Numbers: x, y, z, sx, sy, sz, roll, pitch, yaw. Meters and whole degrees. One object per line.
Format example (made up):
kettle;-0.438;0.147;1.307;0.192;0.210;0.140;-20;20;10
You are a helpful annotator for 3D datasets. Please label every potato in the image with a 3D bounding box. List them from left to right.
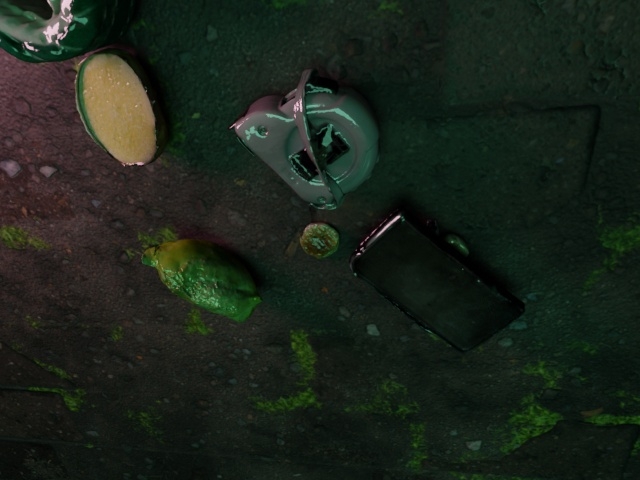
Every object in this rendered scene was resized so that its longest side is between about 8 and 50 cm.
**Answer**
potato;-0.334;-0.234;0.878;0.164;0.081;0.200;-1;119;21

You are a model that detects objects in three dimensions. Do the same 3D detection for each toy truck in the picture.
toy truck;0.186;-0.005;0.947;0.083;0.039;0.044;-19;122;20

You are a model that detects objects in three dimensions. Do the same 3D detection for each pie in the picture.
pie;0.000;0.000;0.997;0.085;0.020;0.084;5;124;8

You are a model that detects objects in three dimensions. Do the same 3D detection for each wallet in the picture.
wallet;0.215;0.085;0.944;0.318;0.045;0.172;36;117;-12

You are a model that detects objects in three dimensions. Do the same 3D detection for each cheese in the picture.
cheese;0.209;0.061;0.982;0.065;0.043;0.194;33;123;-14

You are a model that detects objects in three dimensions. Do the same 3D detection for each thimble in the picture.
thimble;-0.406;-0.414;0.723;0.255;0.167;0.288;17;125;-1

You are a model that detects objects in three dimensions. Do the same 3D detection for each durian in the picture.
durian;-0.229;0.069;1.015;0.250;0.139;0.101;39;115;-15

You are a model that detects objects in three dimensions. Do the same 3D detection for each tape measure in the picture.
tape measure;0.000;-0.167;0.834;0.197;0.120;0.236;-34;115;25
